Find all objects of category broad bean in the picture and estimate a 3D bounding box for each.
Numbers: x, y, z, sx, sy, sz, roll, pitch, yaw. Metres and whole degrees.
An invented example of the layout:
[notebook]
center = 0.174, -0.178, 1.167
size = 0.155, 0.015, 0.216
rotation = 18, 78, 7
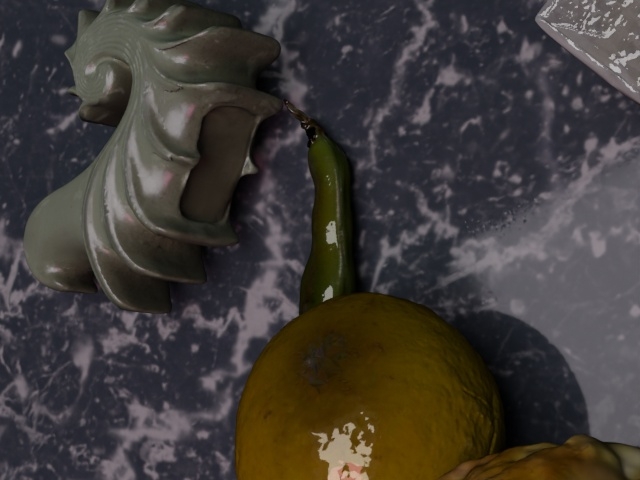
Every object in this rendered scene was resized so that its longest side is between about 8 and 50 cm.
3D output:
[broad bean]
center = 0.007, 0.001, 1.926
size = 0.075, 0.067, 0.325
rotation = -7, 77, 29

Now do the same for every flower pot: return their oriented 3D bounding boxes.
[flower pot]
center = -0.196, -0.095, 1.978
size = 0.254, 0.164, 0.368
rotation = 21, 99, 37

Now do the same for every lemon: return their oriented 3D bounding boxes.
[lemon]
center = 0.050, 0.203, 1.755
size = 0.297, 0.297, 0.297
rotation = -3, 84, 26

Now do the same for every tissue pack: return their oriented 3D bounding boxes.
[tissue pack]
center = 0.338, -0.207, 1.688
size = 0.159, 0.229, 0.145
rotation = 40, 103, 23

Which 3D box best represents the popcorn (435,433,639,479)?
[popcorn]
center = 0.234, 0.361, 1.518
size = 0.344, 0.390, 0.354
rotation = 14, 57, -13
